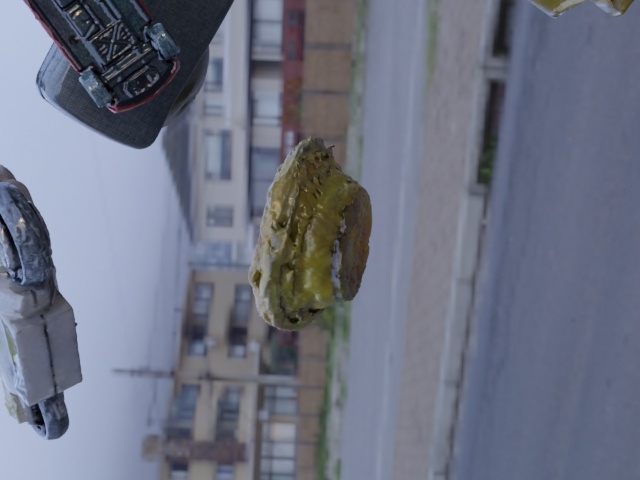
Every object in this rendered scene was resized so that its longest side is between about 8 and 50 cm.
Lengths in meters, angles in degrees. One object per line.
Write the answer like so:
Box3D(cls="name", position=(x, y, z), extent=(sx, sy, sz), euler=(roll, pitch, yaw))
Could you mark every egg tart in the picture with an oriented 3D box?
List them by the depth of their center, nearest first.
Box3D(cls="egg tart", position=(0.000, 0.000, 1.799), extent=(0.294, 0.123, 0.294), euler=(12, -90, -75))

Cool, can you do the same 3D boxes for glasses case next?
Box3D(cls="glasses case", position=(-0.154, -0.252, 1.260), extent=(0.323, 0.131, 0.074), euler=(-60, 33, 1))

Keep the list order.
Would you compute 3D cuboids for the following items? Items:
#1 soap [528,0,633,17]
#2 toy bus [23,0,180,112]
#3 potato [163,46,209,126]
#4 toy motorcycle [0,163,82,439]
Box3D(cls="soap", position=(0.214, -0.421, 1.250), extent=(0.156, 0.335, 0.293), euler=(7, 72, 57))
Box3D(cls="toy bus", position=(-0.197, -0.197, 1.044), extent=(0.195, 0.081, 0.089), euler=(54, 176, -15))
Box3D(cls="potato", position=(-0.226, -0.218, 1.609), extent=(0.235, 0.178, 0.160), euler=(99, 161, -69))
Box3D(cls="toy motorcycle", position=(-0.308, 0.042, 1.227), extent=(0.223, 0.108, 0.340), euler=(46, 148, 32))
